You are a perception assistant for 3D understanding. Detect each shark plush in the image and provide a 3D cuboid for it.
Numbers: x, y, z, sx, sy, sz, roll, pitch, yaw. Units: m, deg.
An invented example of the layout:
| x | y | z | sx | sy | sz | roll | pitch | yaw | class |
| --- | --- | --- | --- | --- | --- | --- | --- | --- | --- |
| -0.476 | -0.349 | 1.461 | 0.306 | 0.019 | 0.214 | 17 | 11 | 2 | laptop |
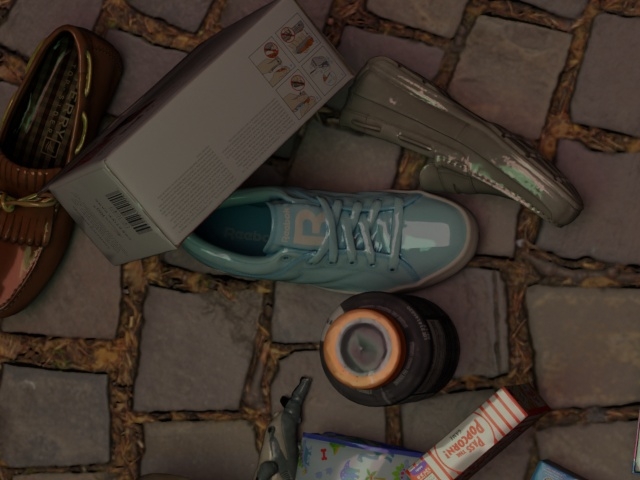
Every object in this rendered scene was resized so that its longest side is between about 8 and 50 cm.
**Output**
| x | y | z | sx | sy | sz | roll | pitch | yaw | class |
| --- | --- | --- | --- | --- | --- | --- | --- | --- | --- |
| -0.037 | 0.249 | 2.004 | 0.067 | 0.073 | 0.161 | 14 | 69 | -3 | shark plush |

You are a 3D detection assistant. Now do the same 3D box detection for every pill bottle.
| x | y | z | sx | sy | sz | roll | pitch | yaw | class |
| --- | --- | --- | --- | --- | --- | --- | --- | --- | --- |
| 0.075 | 0.123 | 1.865 | 0.130 | 0.245 | 0.131 | -1 | 86 | 15 | pill bottle |

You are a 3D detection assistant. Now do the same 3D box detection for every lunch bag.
| x | y | z | sx | sy | sz | roll | pitch | yaw | class |
| --- | --- | --- | --- | --- | --- | --- | --- | --- | --- |
| 0.049 | 0.300 | 1.939 | 0.151 | 0.096 | 0.129 | 8 | 88 | 25 | lunch bag |

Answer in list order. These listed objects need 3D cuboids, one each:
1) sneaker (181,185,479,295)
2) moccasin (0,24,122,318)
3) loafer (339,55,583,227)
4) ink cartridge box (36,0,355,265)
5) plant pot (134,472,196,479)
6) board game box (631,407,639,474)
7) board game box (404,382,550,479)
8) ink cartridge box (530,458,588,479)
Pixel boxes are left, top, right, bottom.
| x | y | z | sx | sy | sz | roll | pitch | yaw | class |
| --- | --- | --- | --- | --- | --- | --- | --- | --- | --- |
| 0.000 | 0.000 | 1.943 | 0.365 | 0.150 | 0.135 | -3 | 87 | 15 | sneaker |
| -0.359 | -0.085 | 2.048 | 0.139 | 0.147 | 0.380 | 27 | 94 | 15 | moccasin |
| 0.163 | -0.100 | 1.932 | 0.319 | 0.112 | 0.111 | 35 | 101 | 22 | loafer |
| -0.153 | -0.122 | 1.913 | 0.309 | 0.272 | 0.130 | -45 | 104 | -23 | ink cartridge box |
| -0.190 | 0.433 | 1.884 | 0.323 | 0.323 | 0.280 | 15 | 58 | 16 | plant pot |
| 0.489 | 0.122 | 1.846 | 0.242 | 0.064 | 0.317 | 7 | 88 | 16 | board game box |
| 0.181 | 0.225 | 1.857 | 0.147 | 0.193 | 0.045 | -42 | 77 | 10 | board game box |
| 0.270 | 0.328 | 1.899 | 0.088 | 0.052 | 0.122 | 27 | 92 | 16 | ink cartridge box |
